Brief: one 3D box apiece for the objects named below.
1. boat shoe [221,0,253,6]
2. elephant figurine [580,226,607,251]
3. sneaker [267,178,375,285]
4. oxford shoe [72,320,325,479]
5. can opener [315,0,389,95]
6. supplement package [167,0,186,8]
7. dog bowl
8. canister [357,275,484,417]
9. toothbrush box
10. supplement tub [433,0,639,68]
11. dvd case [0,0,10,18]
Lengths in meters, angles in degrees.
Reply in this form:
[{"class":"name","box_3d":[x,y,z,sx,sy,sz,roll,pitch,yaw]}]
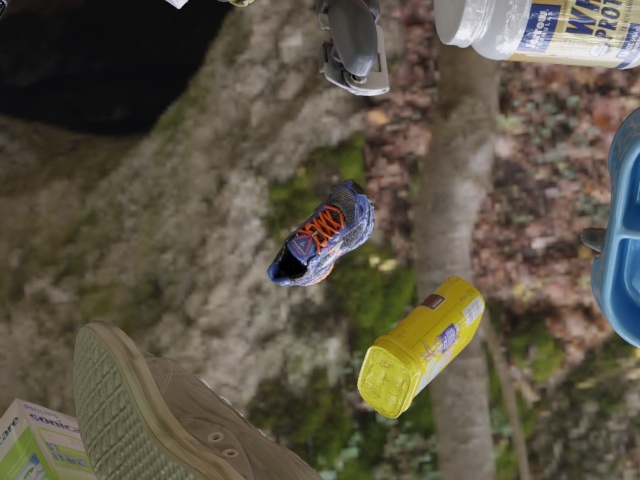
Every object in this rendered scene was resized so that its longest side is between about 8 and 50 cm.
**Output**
[{"class":"boat shoe","box_3d":[-0.083,-0.248,1.142,0.081,0.068,0.228,21,-176,19]},{"class":"elephant figurine","box_3d":[0.482,-0.038,1.560,0.186,0.239,0.169,37,173,-24]},{"class":"sneaker","box_3d":[0.000,0.000,1.790,0.087,0.083,0.221,-22,155,-46]},{"class":"oxford shoe","box_3d":[-0.130,0.212,1.289,0.130,0.169,0.449,-9,-154,-33]},{"class":"can opener","box_3d":[0.039,-0.281,1.438,0.076,0.283,0.095,9,142,-17]},{"class":"supplement package","box_3d":[-0.226,-0.442,1.640,0.134,0.139,0.244,38,172,34]},{"class":"dog bowl","box_3d":[0.391,-0.009,1.414,0.166,0.297,0.074,8,-160,11]},{"class":"canister","box_3d":[0.133,0.136,1.662,0.170,0.073,0.126,-39,156,-35]},{"class":"toothbrush box","box_3d":[-0.299,0.353,1.637,0.206,0.122,0.283,29,-169,-42]},{"class":"supplement tub","box_3d":[0.349,-0.384,1.949,0.316,0.228,0.228,2,174,-11]},{"class":"dvd case","box_3d":[-0.406,-0.209,1.265,0.180,0.253,0.022,22,171,24]}]
